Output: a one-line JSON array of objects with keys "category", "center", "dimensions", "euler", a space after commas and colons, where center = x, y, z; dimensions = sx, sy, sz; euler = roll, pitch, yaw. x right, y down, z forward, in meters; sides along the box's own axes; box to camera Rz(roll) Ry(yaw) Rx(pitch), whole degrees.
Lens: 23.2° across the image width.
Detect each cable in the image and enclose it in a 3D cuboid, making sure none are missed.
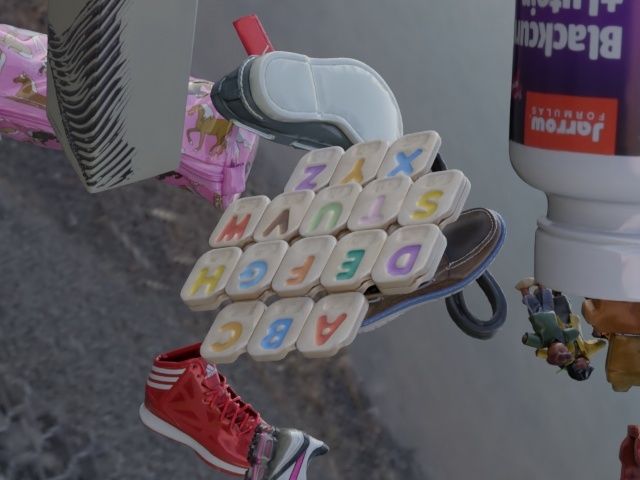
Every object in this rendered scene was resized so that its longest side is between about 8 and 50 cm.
[{"category": "cable", "center": [0.135, -0.006, 1.862], "dimensions": [0.139, 0.072, 0.287], "euler": [-32, 74, -28]}]

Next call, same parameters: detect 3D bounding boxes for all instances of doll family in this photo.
[{"category": "doll family", "center": [0.279, 0.089, 1.571], "dimensions": [0.193, 0.076, 0.111], "euler": [-10, 67, -19]}]

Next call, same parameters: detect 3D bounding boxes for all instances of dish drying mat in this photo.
[{"category": "dish drying mat", "center": [-0.081, -0.248, 1.933], "dimensions": [0.008, 0.032, 0.083], "euler": [77, -10, -55]}]

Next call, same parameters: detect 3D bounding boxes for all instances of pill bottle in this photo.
[{"category": "pill bottle", "center": [0.137, -0.075, 0.680], "dimensions": [0.108, 0.108, 0.193], "euler": [-16, 110, -60]}]

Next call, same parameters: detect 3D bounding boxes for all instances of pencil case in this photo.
[{"category": "pencil case", "center": [-0.263, -0.159, 2.003], "dimensions": [0.160, 0.386, 0.167], "euler": [91, 16, -69]}]

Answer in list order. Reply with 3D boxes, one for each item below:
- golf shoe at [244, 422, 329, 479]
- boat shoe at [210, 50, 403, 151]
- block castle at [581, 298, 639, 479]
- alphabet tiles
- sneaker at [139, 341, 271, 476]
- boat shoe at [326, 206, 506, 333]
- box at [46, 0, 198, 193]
[{"category": "golf shoe", "center": [-0.042, 0.278, 1.546], "dimensions": [0.067, 0.086, 0.186], "euler": [135, -34, -79]}, {"category": "boat shoe", "center": [-0.010, -0.166, 1.948], "dimensions": [0.319, 0.099, 0.116], "euler": [9, 72, -54]}, {"category": "block castle", "center": [0.334, 0.070, 1.247], "dimensions": [0.303, 0.213, 0.453], "euler": [-84, 179, -71]}, {"category": "alphabet tiles", "center": [0.000, 0.000, 1.451], "dimensions": [0.021, 0.284, 0.278], "euler": [54, 46, -33]}, {"category": "sneaker", "center": [-0.125, 0.209, 1.959], "dimensions": [0.087, 0.221, 0.128], "euler": [-52, 157, -55]}, {"category": "boat shoe", "center": [0.088, 0.023, 1.444], "dimensions": [0.066, 0.183, 0.066], "euler": [57, 2, 31]}, {"category": "box", "center": [-0.168, -0.175, 1.307], "dimensions": [0.094, 0.275, 0.113], "euler": [-18, 54, -23]}]
